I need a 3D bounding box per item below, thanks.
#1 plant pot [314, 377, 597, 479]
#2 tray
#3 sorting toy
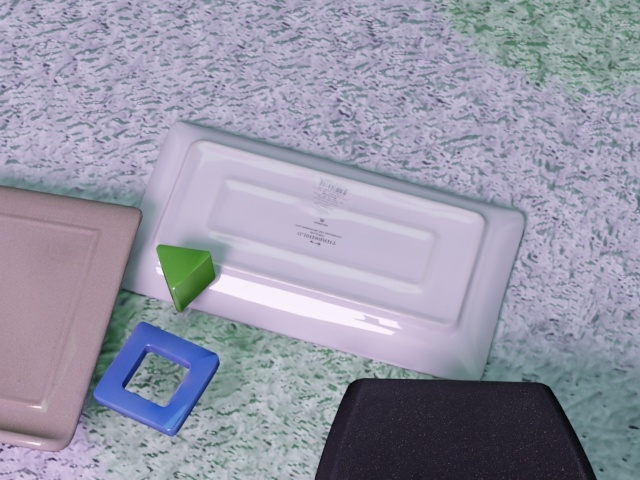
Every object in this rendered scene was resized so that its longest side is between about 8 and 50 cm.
[{"bbox_3d":[0.078,0.188,1.107,0.187,0.188,0.167,1,49,0],"label":"plant pot"},{"bbox_3d":[0.000,0.000,1.283,0.270,0.030,0.145,15,61,7],"label":"tray"},{"bbox_3d":[-0.230,0.049,1.236,0.347,0.047,0.196,10,59,10],"label":"sorting toy"}]
